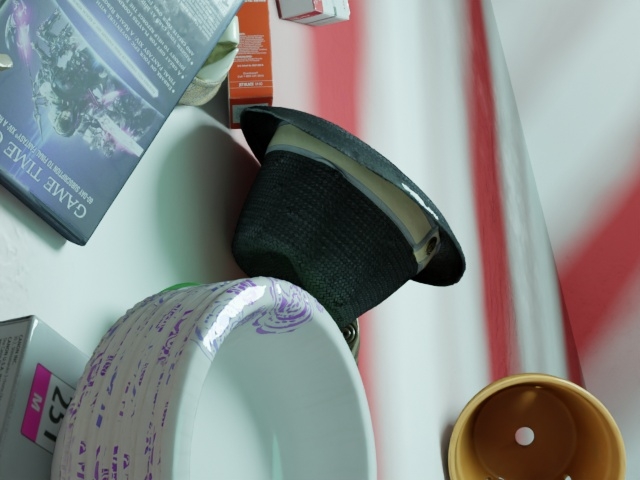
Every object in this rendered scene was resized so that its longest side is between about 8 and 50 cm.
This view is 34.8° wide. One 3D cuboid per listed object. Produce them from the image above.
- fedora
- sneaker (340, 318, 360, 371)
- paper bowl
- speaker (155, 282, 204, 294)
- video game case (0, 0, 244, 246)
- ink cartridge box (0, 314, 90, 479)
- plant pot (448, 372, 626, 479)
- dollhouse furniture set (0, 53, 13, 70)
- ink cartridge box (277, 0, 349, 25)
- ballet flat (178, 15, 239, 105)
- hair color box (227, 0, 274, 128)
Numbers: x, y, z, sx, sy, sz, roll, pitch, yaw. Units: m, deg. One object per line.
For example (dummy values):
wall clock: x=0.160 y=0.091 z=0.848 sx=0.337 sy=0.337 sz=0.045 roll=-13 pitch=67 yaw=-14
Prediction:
fedora: x=0.000 y=0.000 z=1.130 sx=0.152 sy=0.334 sz=0.334 roll=-53 pitch=141 yaw=-13
sneaker: x=0.019 y=0.163 z=1.295 sx=0.071 sy=0.066 sz=0.188 roll=66 pitch=25 yaw=-72
paper bowl: x=-0.080 y=0.173 z=0.736 sx=0.284 sy=0.148 sz=0.284 roll=23 pitch=64 yaw=-59
speaker: x=-0.063 y=0.145 z=0.994 sx=0.296 sy=0.131 sz=0.131 roll=44 pitch=41 yaw=-55
video game case: x=-0.178 y=-0.158 z=0.821 sx=0.274 sy=0.026 sz=0.196 roll=-60 pitch=143 yaw=-16
ink cartridge box: x=-0.188 y=0.231 z=0.744 sx=0.239 sy=0.060 sz=0.275 roll=51 pitch=35 yaw=-48
plant pot: x=0.365 y=0.362 z=1.787 sx=0.203 sy=0.291 sz=0.290 roll=-31 pitch=110 yaw=-85
dollhouse furniture set: x=-0.286 y=-0.161 z=0.586 sx=0.144 sy=0.123 sz=0.151 roll=-18 pitch=97 yaw=-68
ink cartridge box: x=-0.015 y=-0.356 z=1.427 sx=0.135 sy=0.056 sz=0.099 roll=-15 pitch=95 yaw=-68
ballet flat: x=-0.141 y=-0.199 z=0.982 sx=0.316 sy=0.106 sz=0.107 roll=5 pitch=76 yaw=-68
hair color box: x=-0.082 y=-0.221 z=1.164 sx=0.093 sy=0.053 sz=0.167 roll=104 pitch=-18 yaw=-74
